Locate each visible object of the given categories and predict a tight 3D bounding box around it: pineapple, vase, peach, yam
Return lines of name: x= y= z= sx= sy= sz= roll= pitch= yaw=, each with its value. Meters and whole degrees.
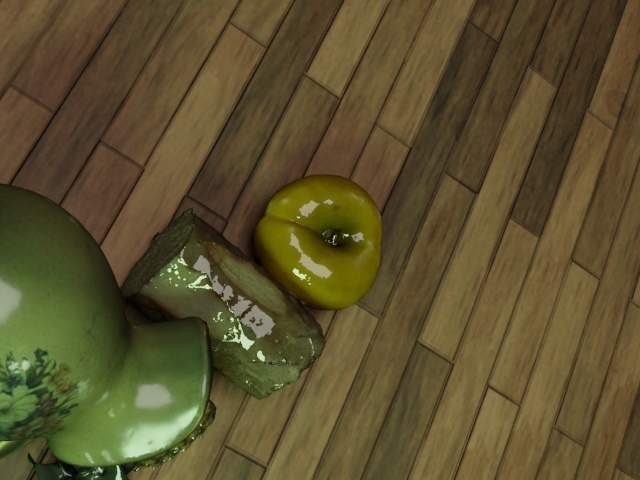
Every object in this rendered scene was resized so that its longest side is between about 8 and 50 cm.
pineapple: x=-0.233 y=0.236 z=1.089 sx=0.251 sy=0.125 sz=0.125 roll=-45 pitch=99 yaw=-18
vase: x=-0.315 y=0.122 z=0.983 sx=0.302 sy=0.329 sz=0.241 roll=43 pitch=19 yaw=-38
peach: x=0.000 y=0.000 z=1.259 sx=0.179 sy=0.103 sz=0.179 roll=6 pitch=73 yaw=-22
yam: x=-0.109 y=0.085 z=1.172 sx=0.238 sy=0.129 sz=0.128 roll=42 pitch=45 yaw=-15
